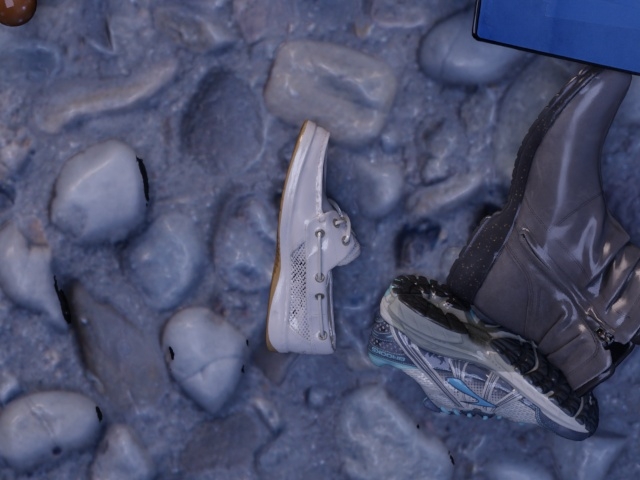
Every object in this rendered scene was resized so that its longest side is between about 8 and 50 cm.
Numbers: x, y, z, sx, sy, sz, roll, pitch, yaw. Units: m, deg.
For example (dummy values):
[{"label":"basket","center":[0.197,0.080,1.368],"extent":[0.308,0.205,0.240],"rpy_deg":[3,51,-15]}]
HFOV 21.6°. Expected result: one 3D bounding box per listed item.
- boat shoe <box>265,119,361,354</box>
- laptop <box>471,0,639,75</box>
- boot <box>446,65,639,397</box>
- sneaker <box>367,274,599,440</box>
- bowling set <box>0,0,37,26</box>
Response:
[{"label":"boat shoe","center":[0.000,0.000,1.897],"extent":[0.096,0.098,0.277],"rpy_deg":[9,112,6]},{"label":"laptop","center":[0.401,-0.350,1.651],"extent":[0.408,0.236,0.382],"rpy_deg":[9,92,22]},{"label":"boot","center":[0.305,-0.016,1.809],"extent":[0.222,0.118,0.338],"rpy_deg":[36,117,20]},{"label":"sneaker","center":[0.183,0.152,1.909],"extent":[0.283,0.110,0.122],"rpy_deg":[32,122,4]},{"label":"bowling set","center":[-0.311,-0.351,1.863],"extent":[0.287,0.154,0.200],"rpy_deg":[35,123,-1]}]
